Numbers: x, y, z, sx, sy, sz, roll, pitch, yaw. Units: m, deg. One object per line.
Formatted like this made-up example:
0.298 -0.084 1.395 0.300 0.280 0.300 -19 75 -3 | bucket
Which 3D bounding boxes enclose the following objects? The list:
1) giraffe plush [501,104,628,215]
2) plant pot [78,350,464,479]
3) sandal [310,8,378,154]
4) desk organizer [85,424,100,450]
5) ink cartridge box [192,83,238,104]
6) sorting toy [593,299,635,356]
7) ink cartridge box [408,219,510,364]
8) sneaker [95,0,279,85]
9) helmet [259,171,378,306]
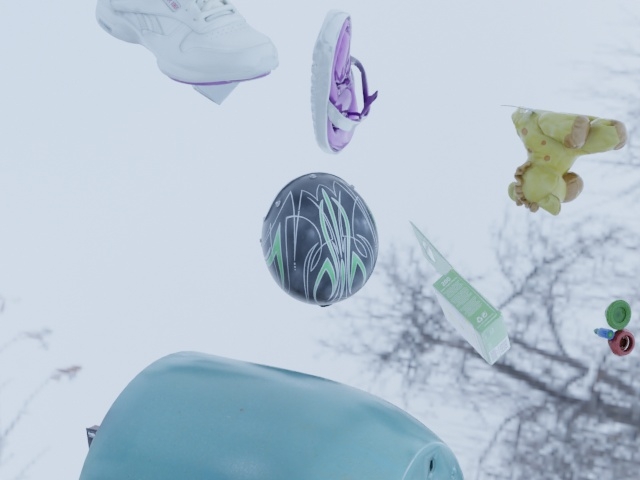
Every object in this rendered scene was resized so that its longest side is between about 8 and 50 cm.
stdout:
0.393 -0.130 1.910 0.181 0.210 0.171 -72 -11 -81 | giraffe plush
-0.018 0.243 0.915 0.293 0.235 0.293 -5 -84 -63 | plant pot
0.052 -0.271 2.133 0.416 0.102 0.169 73 -144 -69 | sandal
-0.362 0.363 2.079 0.050 0.130 0.047 -22 -70 -54 | desk organizer
-0.173 -0.308 1.874 0.109 0.150 0.063 -46 -49 13 | ink cartridge box
0.493 0.148 1.924 0.061 0.042 0.102 -18 -77 -22 | sorting toy
0.221 0.090 1.930 0.056 0.235 0.171 -42 -27 -6 | ink cartridge box
-0.173 -0.286 1.382 0.114 0.305 0.152 -28 -43 -41 | sneaker
0.000 0.000 1.518 0.161 0.169 0.169 130 157 -68 | helmet
